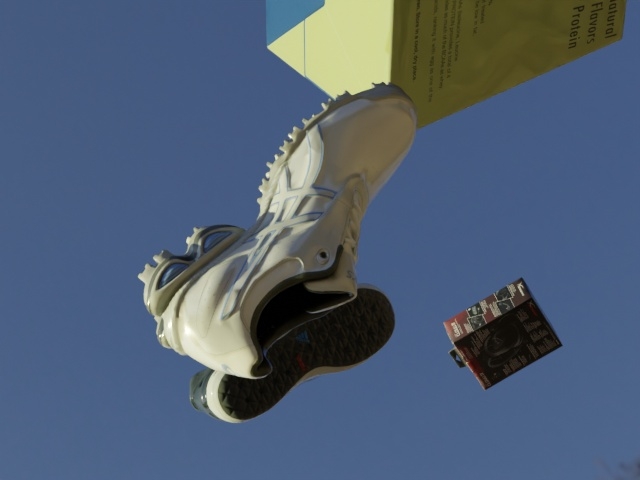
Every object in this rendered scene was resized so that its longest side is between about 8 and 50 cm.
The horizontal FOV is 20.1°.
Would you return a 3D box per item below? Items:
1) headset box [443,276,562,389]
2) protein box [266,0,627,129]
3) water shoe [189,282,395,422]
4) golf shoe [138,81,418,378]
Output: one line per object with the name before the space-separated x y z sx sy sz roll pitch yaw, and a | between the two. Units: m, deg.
headset box | 0.145 0.078 1.468 0.083 0.032 0.062 -31 -56 8
protein box | 0.083 -0.206 1.135 0.201 0.136 0.200 -25 -44 -27
water shoe | -0.027 0.092 1.580 0.203 0.080 0.073 -26 -77 -31
golf shoe | 0.000 0.000 0.875 0.176 0.086 0.069 -46 -38 -15
